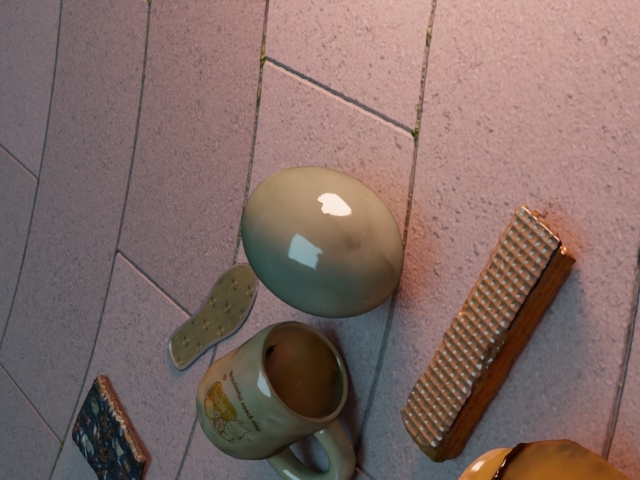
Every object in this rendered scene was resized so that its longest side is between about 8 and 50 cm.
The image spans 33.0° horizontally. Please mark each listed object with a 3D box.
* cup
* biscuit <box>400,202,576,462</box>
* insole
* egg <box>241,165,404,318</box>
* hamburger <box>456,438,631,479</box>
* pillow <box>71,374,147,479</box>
[{"bbox_3d":[-0.049,0.259,1.664,0.202,0.255,0.173,-37,20,43],"label":"cup"},{"bbox_3d":[0.209,0.127,1.390,0.094,0.054,0.379,50,127,39],"label":"biscuit"},{"bbox_3d":[-0.195,0.140,1.927,0.322,0.007,0.109,-42,59,42],"label":"insole"},{"bbox_3d":[0.000,0.000,1.529,0.282,0.203,0.203,40,120,46],"label":"egg"},{"bbox_3d":[0.232,0.375,1.209,0.237,0.276,0.276,-45,57,50],"label":"hamburger"},{"bbox_3d":[-0.432,0.421,2.205,0.255,0.034,0.189,50,129,36],"label":"pillow"}]
